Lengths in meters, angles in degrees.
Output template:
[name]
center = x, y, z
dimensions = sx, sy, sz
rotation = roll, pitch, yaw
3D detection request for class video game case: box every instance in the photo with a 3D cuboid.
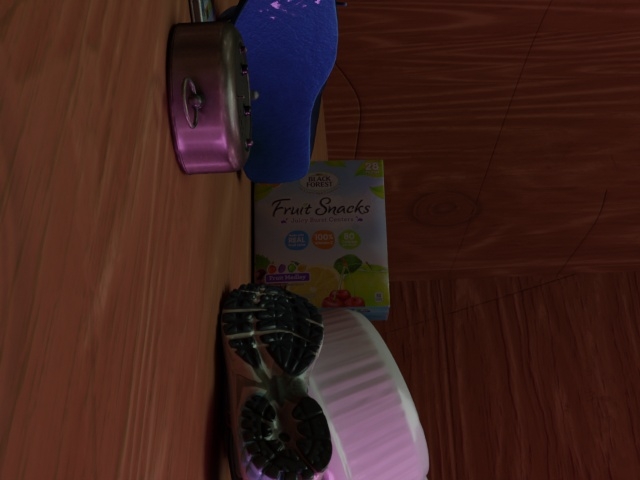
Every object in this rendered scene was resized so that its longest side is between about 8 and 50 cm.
[video game case]
center = -0.112, -0.217, 1.029
dimensions = 0.087, 0.011, 0.122
rotation = -86, 173, -60

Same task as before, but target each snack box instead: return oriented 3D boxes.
[snack box]
center = 0.000, 0.000, 1.402
dimensions = 0.070, 0.174, 0.207
rotation = 88, 0, -68

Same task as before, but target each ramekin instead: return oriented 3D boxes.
[ramekin]
center = 0.025, 0.203, 1.257
dimensions = 0.273, 0.127, 0.273
rotation = 158, -90, -79

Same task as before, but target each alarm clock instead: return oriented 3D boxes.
[alarm clock]
center = -0.092, -0.119, 0.897
dimensions = 0.192, 0.064, 0.129
rotation = -61, 148, -78

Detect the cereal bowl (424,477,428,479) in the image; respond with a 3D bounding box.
[cereal bowl]
center = 0.032, 0.374, 1.483
dimensions = 0.339, 0.141, 0.339
rotation = 51, -29, 43

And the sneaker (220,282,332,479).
[sneaker]
center = -0.062, 0.159, 1.074
dimensions = 0.283, 0.110, 0.122
rotation = -93, -159, -51

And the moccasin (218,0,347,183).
[moccasin]
center = -0.059, -0.199, 1.179
dimensions = 0.342, 0.137, 0.117
rotation = 108, -19, -55
